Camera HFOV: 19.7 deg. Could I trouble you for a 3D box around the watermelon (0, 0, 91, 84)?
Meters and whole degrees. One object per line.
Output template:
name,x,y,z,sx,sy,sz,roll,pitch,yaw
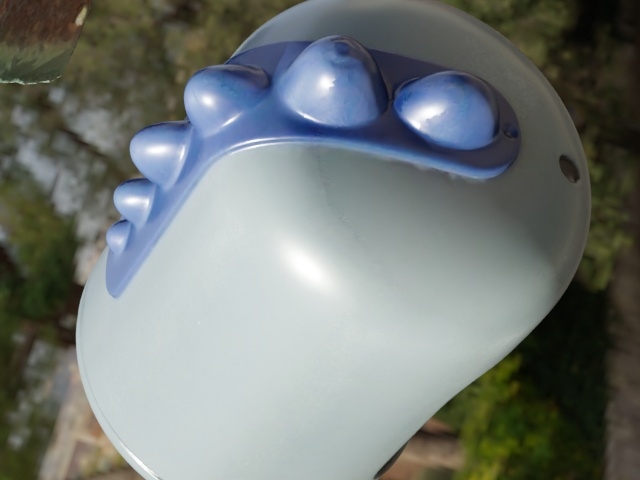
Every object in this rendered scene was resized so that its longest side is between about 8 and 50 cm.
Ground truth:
watermelon,-0.209,-0.244,1.246,0.257,0.140,0.193,-54,-24,19

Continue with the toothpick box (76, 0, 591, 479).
toothpick box,0.000,0.000,1.085,0.355,0.263,0.263,130,159,-53
